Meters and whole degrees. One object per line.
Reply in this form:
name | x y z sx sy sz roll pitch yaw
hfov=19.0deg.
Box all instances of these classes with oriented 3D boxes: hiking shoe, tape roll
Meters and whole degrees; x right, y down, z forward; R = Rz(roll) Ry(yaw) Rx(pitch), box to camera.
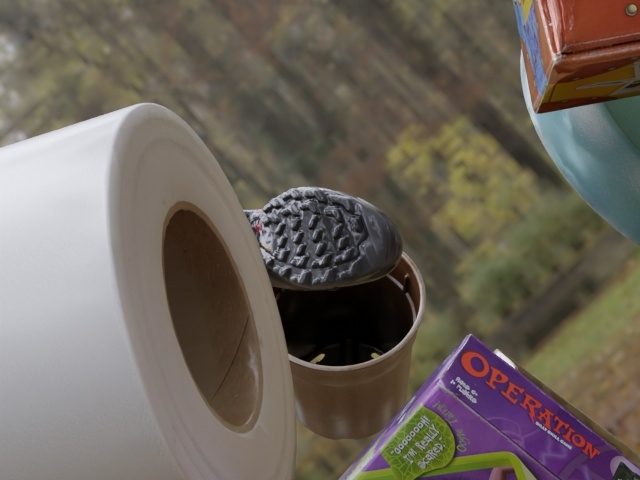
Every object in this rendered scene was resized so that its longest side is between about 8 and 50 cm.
hiking shoe | 0.000 0.000 1.597 0.114 0.086 0.227 2 -1 -43
tape roll | -0.134 0.062 1.057 0.169 0.246 0.246 -16 6 17

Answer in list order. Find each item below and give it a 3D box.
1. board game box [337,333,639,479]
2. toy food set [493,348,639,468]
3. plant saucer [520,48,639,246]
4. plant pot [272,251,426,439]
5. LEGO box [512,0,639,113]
board game box | 0.062 0.217 0.961 0.347 0.208 0.056 -52 2 42
toy food set | 0.177 0.249 1.706 0.219 0.306 0.092 -51 42 2
plant saucer | 0.308 -0.103 1.493 0.317 0.317 0.043 -41 -12 -41
plant pot | 0.023 0.106 1.903 0.167 0.167 0.165 -42 -30 -25
LEGO box | 0.364 -0.322 1.304 0.500 0.372 0.193 -10 -7 2
